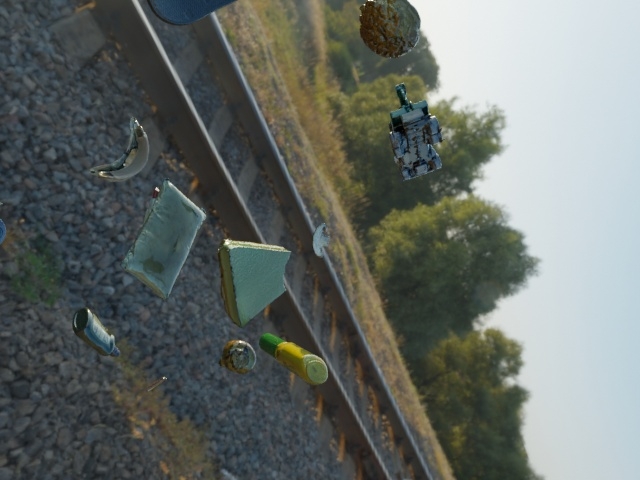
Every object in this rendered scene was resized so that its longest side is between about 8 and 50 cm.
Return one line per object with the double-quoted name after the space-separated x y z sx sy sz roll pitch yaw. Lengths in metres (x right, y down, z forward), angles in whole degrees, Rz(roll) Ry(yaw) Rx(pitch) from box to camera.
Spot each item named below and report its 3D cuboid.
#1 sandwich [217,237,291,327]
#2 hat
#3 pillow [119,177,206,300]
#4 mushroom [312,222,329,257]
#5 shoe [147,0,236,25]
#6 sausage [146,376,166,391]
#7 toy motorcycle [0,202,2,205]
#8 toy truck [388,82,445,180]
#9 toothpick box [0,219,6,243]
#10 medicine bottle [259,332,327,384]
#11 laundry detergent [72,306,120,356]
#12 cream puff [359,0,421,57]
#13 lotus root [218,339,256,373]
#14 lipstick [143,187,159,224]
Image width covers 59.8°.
-0.159 0.062 1.386 0.212 0.063 0.245 -38 141 -40 "sandwich"
-0.569 -0.245 1.692 0.226 0.220 0.164 31 -9 30 "hat"
-0.422 -0.009 1.528 0.185 0.074 0.303 50 47 -42 "pillow"
0.000 0.000 1.574 0.019 0.049 0.101 74 26 -72 "mushroom"
-0.297 -0.582 1.318 0.093 0.241 0.108 30 -37 53 "shoe"
-0.464 0.406 1.573 0.015 0.100 0.015 32 40 -31 "sausage"
-1.039 -0.095 1.699 0.190 0.074 0.106 -87 -164 -59 "toy motorcycle"
0.322 -0.363 1.936 0.363 0.176 0.178 62 11 -60 "toy truck"
-0.918 -0.015 1.503 0.101 0.153 0.101 7 79 -37 "toothpick box"
-0.078 0.287 1.389 0.095 0.064 0.260 45 -18 -30 "medicine bottle"
-0.807 0.347 2.031 0.144 0.078 0.222 58 -2 46 "laundry detergent"
0.143 -0.445 1.172 0.144 0.126 0.103 43 70 -51 "cream puff"
-0.259 0.356 1.694 0.108 0.094 0.190 53 -25 -4 "lotus root"
-0.473 -0.089 1.573 0.030 0.030 0.129 17 73 -40 "lipstick"
